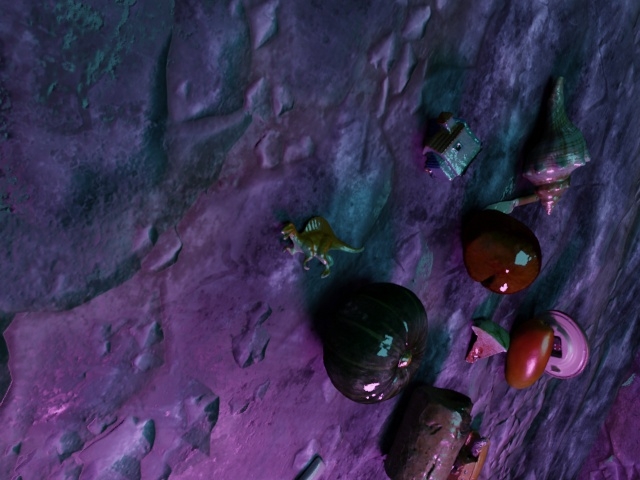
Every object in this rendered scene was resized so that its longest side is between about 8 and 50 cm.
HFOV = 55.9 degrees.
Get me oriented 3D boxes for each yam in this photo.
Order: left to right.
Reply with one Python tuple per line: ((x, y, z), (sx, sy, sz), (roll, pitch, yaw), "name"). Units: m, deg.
((0.323, 0.576, 1.781), (0.195, 0.195, 0.300), (16, 99, -45), "yam")

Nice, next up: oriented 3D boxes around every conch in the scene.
((0.708, -0.269, 1.771), (0.203, 0.170, 0.385), (-15, 124, -67), "conch")

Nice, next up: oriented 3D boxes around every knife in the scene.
((0.576, -0.104, 1.825), (0.298, 0.017, 0.047), (-13, 123, -39), "knife")

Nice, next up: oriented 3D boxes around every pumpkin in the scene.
((0.128, 0.246, 1.448), (0.300, 0.207, 0.300), (-34, 133, -45), "pumpkin")

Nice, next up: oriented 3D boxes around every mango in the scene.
((0.721, 0.403, 2.099), (0.129, 0.146, 0.289), (-16, 119, -40), "mango")

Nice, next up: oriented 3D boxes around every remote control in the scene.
((-0.052, 0.658, 1.594), (0.184, 0.027, 0.050), (-46, 133, -16), "remote control")

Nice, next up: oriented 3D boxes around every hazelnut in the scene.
((0.507, 0.025, 1.701), (0.217, 0.217, 0.251), (-46, 109, -17), "hazelnut")

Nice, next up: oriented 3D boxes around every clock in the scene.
((0.823, 0.361, 2.102), (0.056, 0.244, 0.244), (-6, 113, -32), "clock")

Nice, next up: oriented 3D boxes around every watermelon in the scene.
((0.544, 0.331, 1.937), (0.098, 0.121, 0.158), (-37, 138, -53), "watermelon")

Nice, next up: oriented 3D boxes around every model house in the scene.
((0.295, -0.242, 1.447), (0.148, 0.119, 0.148), (-48, 124, -13), "model house")

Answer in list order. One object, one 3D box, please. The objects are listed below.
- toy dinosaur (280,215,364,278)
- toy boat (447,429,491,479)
((-0.001, 0.001, 1.333), (0.212, 0.057, 0.142), (-31, 108, -43), "toy dinosaur")
((0.497, 0.823, 2.132), (0.121, 0.089, 0.321), (21, 96, -40), "toy boat")
